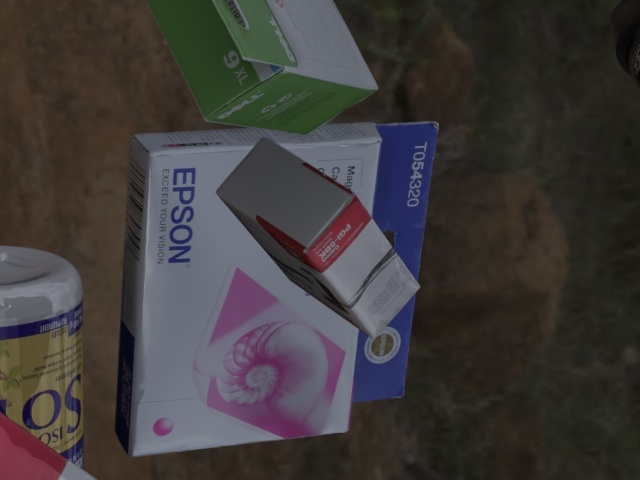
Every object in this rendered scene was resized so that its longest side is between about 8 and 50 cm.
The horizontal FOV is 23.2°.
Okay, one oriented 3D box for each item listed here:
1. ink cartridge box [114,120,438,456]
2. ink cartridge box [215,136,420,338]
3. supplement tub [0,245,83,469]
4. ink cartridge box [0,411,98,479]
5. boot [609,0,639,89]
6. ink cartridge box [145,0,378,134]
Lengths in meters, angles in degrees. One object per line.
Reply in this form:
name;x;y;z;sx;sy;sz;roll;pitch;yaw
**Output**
ink cartridge box;-0.034;0.046;1.550;0.330;0.071;0.324;-4;114;-22
ink cartridge box;0.000;0.000;1.112;0.056;0.099;0.135;-50;142;-9
supplement tub;-0.376;0.187;1.682;0.241;0.241;0.331;-25;119;-62
ink cartridge box;-0.144;0.300;0.842;0.385;0.160;0.279;38;49;-13
boot;0.424;-0.001;1.165;0.445;0.367;0.146;-98;-159;-45
ink cartridge box;-0.048;-0.128;0.933;0.109;0.062;0.209;63;20;9
